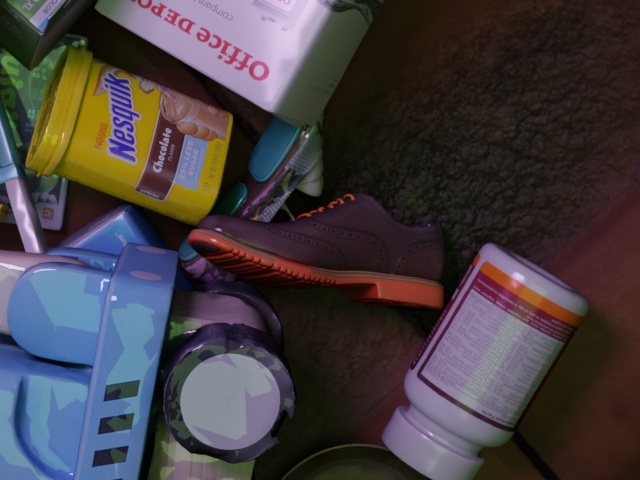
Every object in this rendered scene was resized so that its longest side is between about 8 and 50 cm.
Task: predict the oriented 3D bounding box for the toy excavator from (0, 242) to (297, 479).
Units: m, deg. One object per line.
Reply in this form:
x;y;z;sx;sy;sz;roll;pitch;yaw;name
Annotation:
-0.243;0.073;1.269;0.445;0.222;0.433;9;101;-6;toy excavator

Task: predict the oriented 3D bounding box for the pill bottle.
0.157;0.123;1.475;0.121;0.121;0.221;29;97;-9;pill bottle

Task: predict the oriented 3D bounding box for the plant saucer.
0.035;0.297;1.542;0.198;0.036;0.199;-1;100;-3;plant saucer

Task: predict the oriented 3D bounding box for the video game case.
-0.320;-0.115;1.449;0.173;0.022;0.190;9;99;-6;video game case

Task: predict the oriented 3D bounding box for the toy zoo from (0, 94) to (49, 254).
-0.362;-0.035;1.386;0.192;0.030;0.293;-19;81;4;toy zoo

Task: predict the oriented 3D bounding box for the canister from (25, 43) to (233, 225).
-0.174;-0.095;1.405;0.170;0.073;0.126;21;56;-19;canister

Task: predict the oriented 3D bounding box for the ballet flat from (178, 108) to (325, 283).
-0.048;-0.045;1.462;0.079;0.077;0.221;31;102;-27;ballet flat

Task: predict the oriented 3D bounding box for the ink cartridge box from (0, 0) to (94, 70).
-0.235;-0.227;1.328;0.062;0.209;0.109;41;76;-8;ink cartridge box

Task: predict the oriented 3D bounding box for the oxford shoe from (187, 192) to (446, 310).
0.000;0.000;1.441;0.271;0.097;0.098;13;81;-31;oxford shoe

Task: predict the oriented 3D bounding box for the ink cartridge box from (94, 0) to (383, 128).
-0.038;-0.271;1.357;0.207;0.117;0.283;31;97;16;ink cartridge box

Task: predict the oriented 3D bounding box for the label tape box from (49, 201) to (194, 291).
-0.259;0.156;1.459;0.347;0.115;0.249;-32;100;5;label tape box
